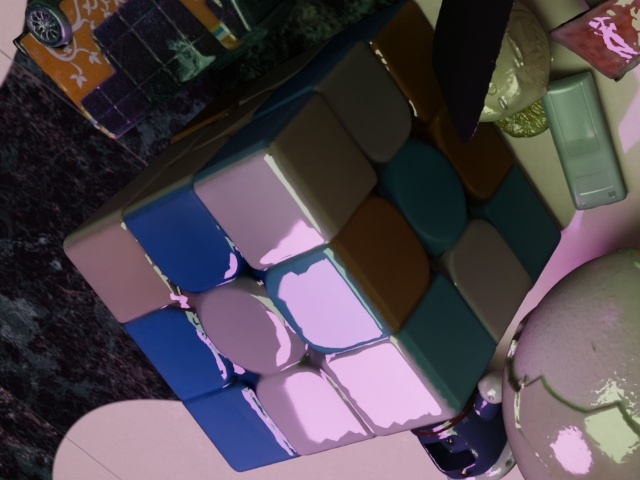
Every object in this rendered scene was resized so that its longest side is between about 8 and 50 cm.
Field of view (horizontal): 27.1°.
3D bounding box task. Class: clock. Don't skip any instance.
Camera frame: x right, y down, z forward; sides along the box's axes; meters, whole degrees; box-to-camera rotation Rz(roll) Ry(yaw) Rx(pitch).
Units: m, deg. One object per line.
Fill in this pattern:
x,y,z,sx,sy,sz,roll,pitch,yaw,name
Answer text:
0.152,0.195,1.677,0.243,0.146,0.200,46,140,-19,clock

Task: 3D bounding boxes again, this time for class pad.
0.186,-0.268,1.154,0.063,0.315,0.375,8,120,-8,pad

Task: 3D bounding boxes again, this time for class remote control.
0.280,-0.103,1.420,0.061,0.029,0.162,-14,119,19,remote control

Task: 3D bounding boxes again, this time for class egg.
0.334,0.162,1.435,0.278,0.278,0.336,3,124,30,egg

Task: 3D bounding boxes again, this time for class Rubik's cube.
0.000,0.000,1.467,0.347,0.344,0.346,-24,108,41,Rubik's cube

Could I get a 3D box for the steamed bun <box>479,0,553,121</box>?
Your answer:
0.181,-0.191,1.374,0.112,0.091,0.130,-21,89,41,steamed bun

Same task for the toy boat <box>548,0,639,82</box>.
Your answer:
0.252,-0.307,1.262,0.282,0.096,0.206,51,129,4,toy boat

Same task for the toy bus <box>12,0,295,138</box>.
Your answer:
-0.178,-0.268,1.494,0.194,0.162,0.323,50,136,-13,toy bus

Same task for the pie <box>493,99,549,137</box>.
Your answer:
0.215,-0.148,1.441,0.084,0.021,0.084,15,134,17,pie
